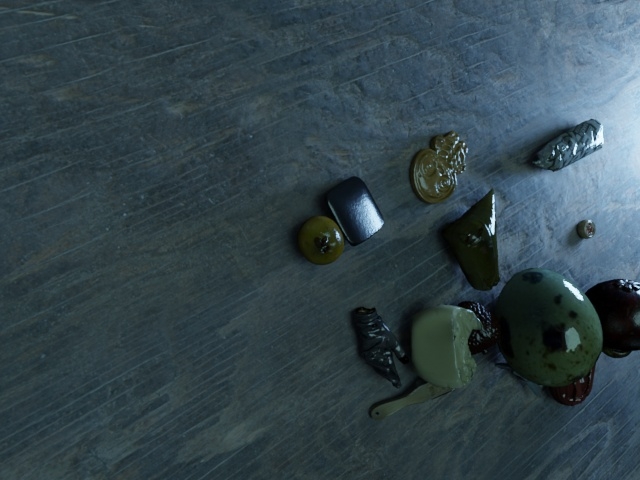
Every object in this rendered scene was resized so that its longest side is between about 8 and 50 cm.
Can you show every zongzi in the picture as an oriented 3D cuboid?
[{"bbox_3d":[0.601,-0.001,1.762,0.300,0.145,0.274,-41,111,-27],"label":"zongzi"}]

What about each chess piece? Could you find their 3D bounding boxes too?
[{"bbox_3d":[1.131,-0.048,2.073,0.084,0.038,0.083,0,90,-24],"label":"chess piece"}]

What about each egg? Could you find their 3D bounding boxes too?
[{"bbox_3d":[0.795,0.298,1.731,0.345,0.345,0.428,9,63,-26],"label":"egg"}]

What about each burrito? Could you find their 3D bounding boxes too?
[{"bbox_3d":[1.000,-0.369,1.977,0.445,0.101,0.139,-28,107,-25],"label":"burrito"}]

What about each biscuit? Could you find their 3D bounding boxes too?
[{"bbox_3d":[0.428,-0.261,1.728,0.202,0.044,0.288,47,73,-18],"label":"biscuit"}]

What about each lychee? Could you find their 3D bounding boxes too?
[{"bbox_3d":[0.531,0.310,1.698,0.194,0.194,0.194,0,90,-26],"label":"lychee"}]

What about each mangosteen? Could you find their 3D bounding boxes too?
[{"bbox_3d":[1.216,0.328,1.981,0.306,0.306,0.359,-20,119,-25],"label":"mangosteen"}]

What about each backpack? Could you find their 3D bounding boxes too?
[{"bbox_3d":[0.998,0.553,1.946,0.229,0.139,0.229,-1,91,-31],"label":"backpack"}]

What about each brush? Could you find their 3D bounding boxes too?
[{"bbox_3d":[0.311,0.525,1.662,0.327,0.065,0.070,-18,104,-16],"label":"brush"}]

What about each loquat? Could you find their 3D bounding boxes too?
[{"bbox_3d":[0.000,0.000,1.457,0.137,0.163,0.163,-9,94,3],"label":"loquat"}]

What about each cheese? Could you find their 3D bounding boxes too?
[{"bbox_3d":[0.406,0.344,1.600,0.127,0.233,0.266,-2,88,-57],"label":"cheese"}]

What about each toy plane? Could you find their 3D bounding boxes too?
[{"bbox_3d":[0.762,0.487,1.869,0.267,0.088,0.212,10,84,-18],"label":"toy plane"}]

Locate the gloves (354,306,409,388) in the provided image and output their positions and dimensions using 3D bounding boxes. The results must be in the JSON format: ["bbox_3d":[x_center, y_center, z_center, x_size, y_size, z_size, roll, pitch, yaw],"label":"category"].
[{"bbox_3d":[0.197,0.341,1.572,0.142,0.119,0.285,-22,85,-14],"label":"gloves"}]

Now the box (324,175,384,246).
[{"bbox_3d":[0.109,-0.096,1.544,0.212,0.042,0.201,-40,105,-43],"label":"box"}]
